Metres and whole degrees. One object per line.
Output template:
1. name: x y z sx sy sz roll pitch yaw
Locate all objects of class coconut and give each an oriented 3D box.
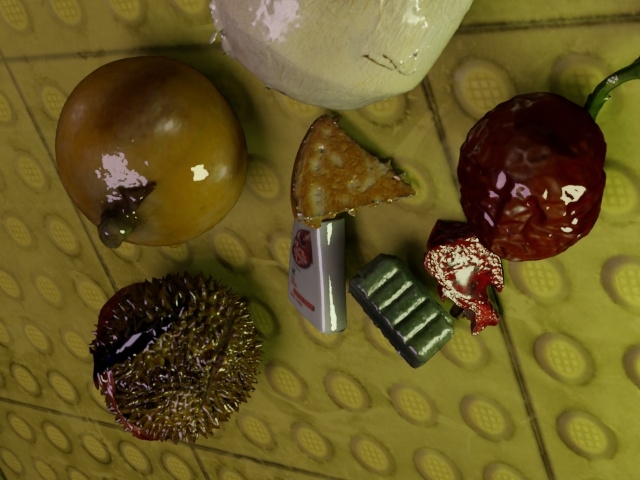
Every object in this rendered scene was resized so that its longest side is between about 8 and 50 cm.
1. coconut: 0.034 -0.368 1.542 0.346 0.346 0.360 37 121 11

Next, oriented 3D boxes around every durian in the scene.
1. durian: -0.287 0.222 2.385 0.384 0.347 0.348 1 124 53

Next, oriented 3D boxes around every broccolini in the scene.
1. broccolini: 0.439 -0.184 1.561 0.123 0.062 0.271 57 148 -5

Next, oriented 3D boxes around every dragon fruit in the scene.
1. dragon fruit: 0.237 0.055 1.958 0.192 0.122 0.092 60 180 -23

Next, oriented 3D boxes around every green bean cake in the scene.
1. green bean cake: 0.131 0.118 2.025 0.183 0.094 0.185 48 169 8

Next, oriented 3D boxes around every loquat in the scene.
1. loquat: -0.288 -0.127 2.048 0.328 0.359 0.328 9 140 8

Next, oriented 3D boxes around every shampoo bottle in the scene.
1. shampoo bottle: 0.000 0.000 2.074 0.153 0.071 0.284 -137 43 -55

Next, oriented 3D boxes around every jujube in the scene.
1. jujube: 0.280 -0.087 1.656 0.213 0.213 0.232 32 151 17

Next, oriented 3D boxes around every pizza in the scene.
1. pizza: 0.054 -0.095 1.944 0.198 0.188 0.062 16 170 1
